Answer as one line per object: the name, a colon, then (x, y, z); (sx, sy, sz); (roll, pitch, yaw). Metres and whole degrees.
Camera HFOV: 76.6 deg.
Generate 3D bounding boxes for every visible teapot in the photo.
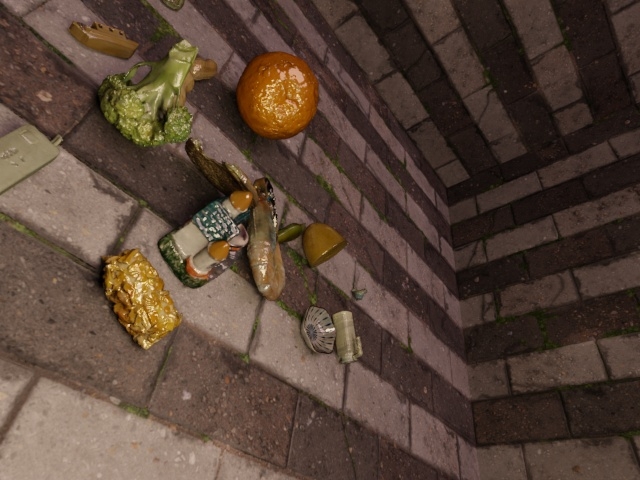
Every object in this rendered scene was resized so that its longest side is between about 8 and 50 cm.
teapot: (0.114, 0.389, 1.634); (0.077, 0.107, 0.201); (24, 52, -50)

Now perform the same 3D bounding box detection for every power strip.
power strip: (-0.688, -0.180, 0.904); (0.093, 0.053, 0.288); (49, 37, -24)

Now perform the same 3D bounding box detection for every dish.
dish: (-0.021, 0.340, 1.512); (0.190, 0.066, 0.191); (35, 41, -39)

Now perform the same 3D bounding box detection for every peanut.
peanut: (-0.494, -0.503, 1.331); (0.137, 0.122, 0.253); (70, 20, -44)
peanut: (-0.448, -0.652, 1.533); (0.080, 0.080, 0.174); (59, 30, -11)

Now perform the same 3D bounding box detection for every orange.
orange: (-0.178, -0.584, 1.647); (0.340, 0.341, 0.293); (41, 3, -33)

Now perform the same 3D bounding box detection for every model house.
model house: (-0.276, -0.027, 1.184); (0.190, 0.300, 0.271); (55, 34, -4)

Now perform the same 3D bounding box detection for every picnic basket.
picnic basket: (0.183, 0.232, 1.875); (0.083, 0.065, 0.083); (19, 71, -43)

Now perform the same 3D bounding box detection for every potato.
potato: (0.000, 0.000, 1.689); (0.203, 0.178, 0.158); (-24, 73, -33)

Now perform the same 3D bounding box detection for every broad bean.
broad bean: (-0.146, -0.012, 1.560); (0.325, 0.067, 0.075); (-34, 127, -51)

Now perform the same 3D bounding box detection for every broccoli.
broccoli: (-0.470, -0.384, 1.123); (0.186, 0.302, 0.254); (-20, 88, -62)

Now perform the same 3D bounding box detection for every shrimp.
shrimp: (-0.181, -0.013, 1.390); (0.221, 0.109, 0.446); (41, 39, -65)

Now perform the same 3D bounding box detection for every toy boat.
toy boat: (-0.654, -0.614, 1.229); (0.200, 0.057, 0.077); (-11, 74, -56)

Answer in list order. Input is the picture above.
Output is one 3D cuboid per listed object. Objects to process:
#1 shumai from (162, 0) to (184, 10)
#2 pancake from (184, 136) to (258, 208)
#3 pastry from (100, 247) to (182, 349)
shumai: (-0.557, -0.958, 1.558); (0.099, 0.087, 0.124); (42, 38, -30)
pancake: (-0.312, -0.210, 1.279); (0.033, 0.288, 0.286); (-48, 121, -21)
pastry: (-0.452, 0.135, 0.993); (0.250, 0.102, 0.154); (61, 34, -11)
